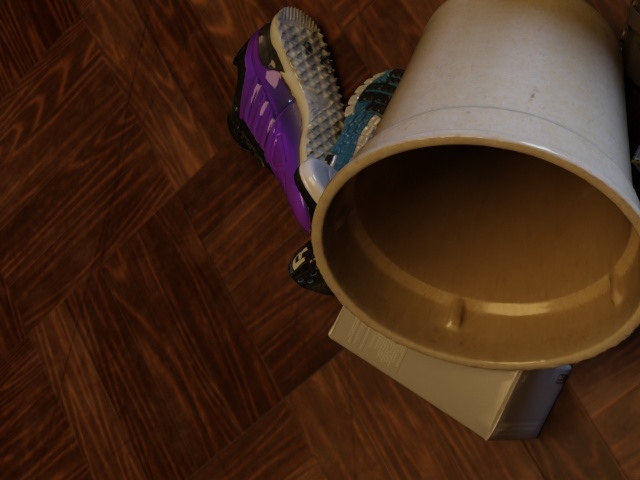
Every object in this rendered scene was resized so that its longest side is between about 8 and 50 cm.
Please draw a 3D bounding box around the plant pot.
[{"bbox_3d":[0.187,-0.089,1.435,0.334,0.334,0.305,-15,41,33],"label":"plant pot"}]

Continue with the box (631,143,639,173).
[{"bbox_3d":[0.403,-0.084,1.424,0.169,0.059,0.054,2,54,51],"label":"box"}]

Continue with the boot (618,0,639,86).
[{"bbox_3d":[0.341,-0.270,1.462,0.263,0.091,0.229,55,151,37],"label":"boot"}]

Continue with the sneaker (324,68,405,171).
[{"bbox_3d":[0.065,-0.117,1.697,0.071,0.083,0.190,14,69,43],"label":"sneaker"}]

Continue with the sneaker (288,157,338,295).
[{"bbox_3d":[0.000,0.000,1.631,0.121,0.217,0.079,-25,46,20],"label":"sneaker"}]

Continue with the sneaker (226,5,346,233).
[{"bbox_3d":[-0.045,-0.131,1.763,0.146,0.102,0.293,-25,67,38],"label":"sneaker"}]

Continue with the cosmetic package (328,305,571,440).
[{"bbox_3d":[0.145,0.125,1.577,0.238,0.127,0.107,35,104,34],"label":"cosmetic package"}]
